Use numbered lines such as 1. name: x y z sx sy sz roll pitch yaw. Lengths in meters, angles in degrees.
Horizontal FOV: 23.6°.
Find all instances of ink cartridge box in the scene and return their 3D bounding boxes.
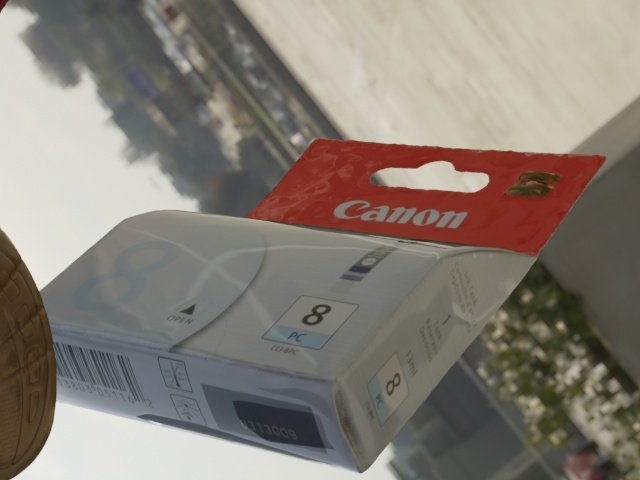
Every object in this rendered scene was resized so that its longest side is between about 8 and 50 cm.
1. ink cartridge box: 0.000 0.000 1.177 0.308 0.385 0.091 6 129 37

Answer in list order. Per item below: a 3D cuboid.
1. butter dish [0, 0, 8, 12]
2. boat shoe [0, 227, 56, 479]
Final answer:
1. butter dish: -0.295 -0.166 0.990 0.160 0.160 0.118 34 -142 -13
2. boat shoe: -0.246 0.015 0.895 0.092 0.103 0.285 1 124 39
